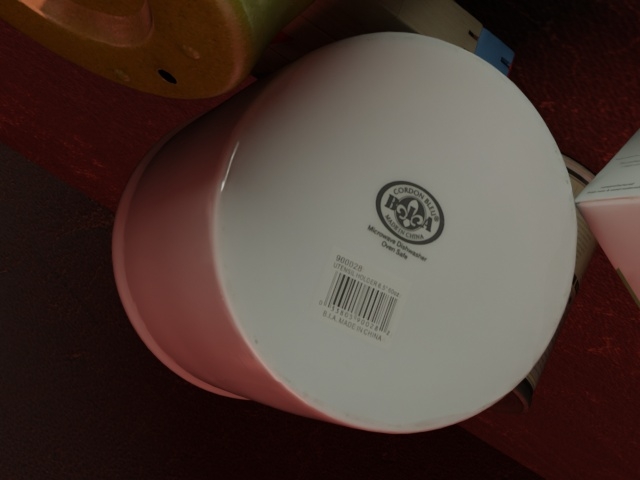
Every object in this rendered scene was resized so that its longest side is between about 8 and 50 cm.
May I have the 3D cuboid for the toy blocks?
[{"bbox_3d":[0.015,-0.222,0.926,0.261,0.190,0.381,27,166,-37],"label":"toy blocks"}]

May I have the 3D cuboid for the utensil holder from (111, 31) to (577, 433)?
[{"bbox_3d":[0.000,0.000,0.875,0.328,0.327,0.385,34,165,-16],"label":"utensil holder"}]

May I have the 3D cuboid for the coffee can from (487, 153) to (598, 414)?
[{"bbox_3d":[0.211,0.043,1.148,0.202,0.275,0.201,26,163,9],"label":"coffee can"}]

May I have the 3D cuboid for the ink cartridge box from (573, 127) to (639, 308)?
[{"bbox_3d":[0.334,-0.041,0.784,0.154,0.212,0.093,53,157,-17],"label":"ink cartridge box"}]

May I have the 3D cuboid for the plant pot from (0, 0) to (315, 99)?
[{"bbox_3d":[-0.060,-0.282,0.521,0.367,0.353,0.366,25,162,9],"label":"plant pot"}]
